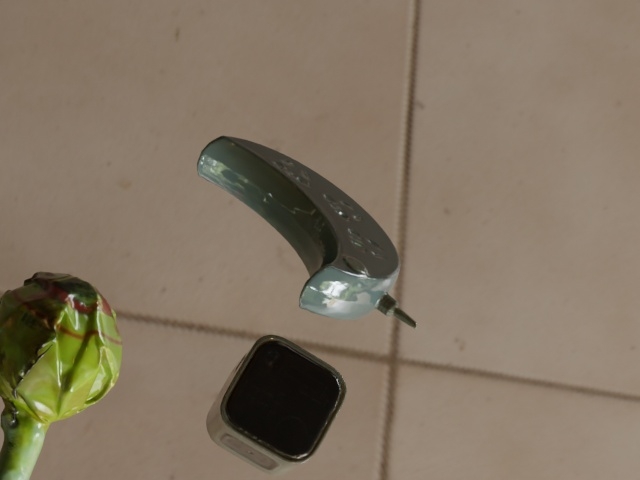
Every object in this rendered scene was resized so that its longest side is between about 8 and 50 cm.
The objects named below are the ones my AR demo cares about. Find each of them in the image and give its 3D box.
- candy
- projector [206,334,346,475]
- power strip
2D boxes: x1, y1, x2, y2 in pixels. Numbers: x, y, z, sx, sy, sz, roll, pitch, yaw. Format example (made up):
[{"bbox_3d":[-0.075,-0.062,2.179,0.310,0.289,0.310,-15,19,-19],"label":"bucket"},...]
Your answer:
[{"bbox_3d":[-0.126,0.108,0.579,0.058,0.062,0.194,14,86,24],"label":"candy"},{"bbox_3d":[-0.036,0.130,1.108,0.083,0.082,0.083,30,70,-3],"label":"projector"},{"bbox_3d":[0.000,0.000,1.107,0.137,0.044,0.216,12,28,-47],"label":"power strip"}]
